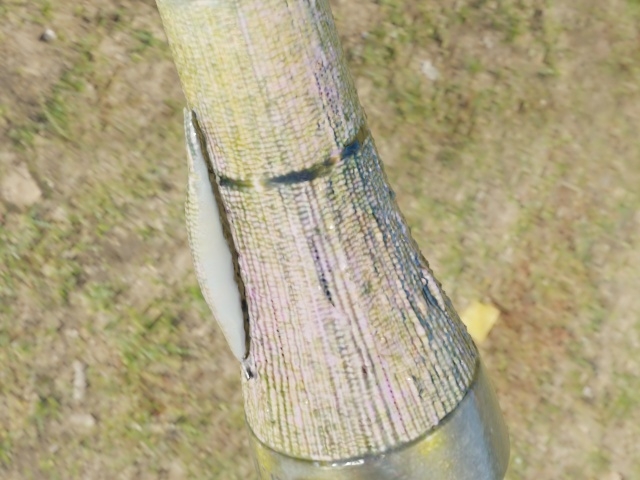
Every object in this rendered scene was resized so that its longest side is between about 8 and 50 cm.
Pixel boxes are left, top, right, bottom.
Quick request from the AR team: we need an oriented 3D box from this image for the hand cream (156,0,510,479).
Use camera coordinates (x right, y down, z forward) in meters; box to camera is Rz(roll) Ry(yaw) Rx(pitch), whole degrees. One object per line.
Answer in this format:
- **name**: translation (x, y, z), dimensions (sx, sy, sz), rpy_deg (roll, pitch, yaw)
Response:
- **hand cream**: translation (0.000, 0.000, 0.447), dimensions (0.084, 0.084, 0.203), rpy_deg (-29, 125, -20)
